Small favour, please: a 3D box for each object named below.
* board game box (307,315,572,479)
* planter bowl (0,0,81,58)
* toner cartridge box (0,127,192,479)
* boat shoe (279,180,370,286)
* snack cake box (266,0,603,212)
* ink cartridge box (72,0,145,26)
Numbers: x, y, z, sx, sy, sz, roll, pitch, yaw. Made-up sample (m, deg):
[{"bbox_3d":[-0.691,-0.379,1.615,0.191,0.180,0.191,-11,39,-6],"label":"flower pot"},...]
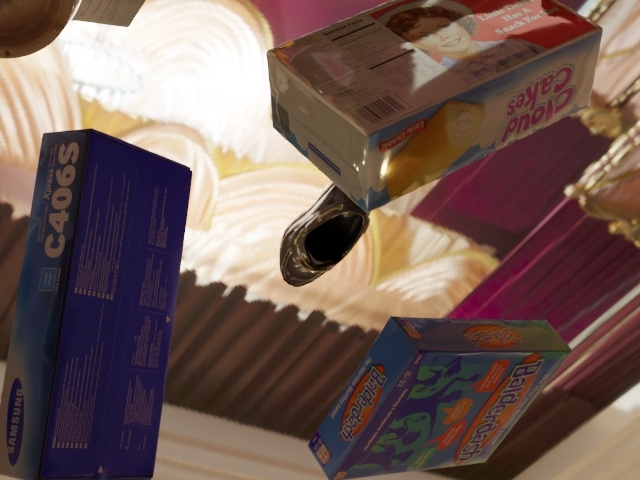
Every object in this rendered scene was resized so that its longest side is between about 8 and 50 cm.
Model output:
[{"bbox_3d":[0.112,0.143,0.883,0.210,0.160,0.047,4,-144,-40],"label":"board game box"},{"bbox_3d":[-0.251,-0.207,0.744,0.162,0.162,0.109,5,-147,-37],"label":"planter bowl"},{"bbox_3d":[-0.233,0.073,1.012,0.165,0.075,0.347,20,-107,-55],"label":"toner cartridge box"},{"bbox_3d":[0.000,0.000,1.286,0.081,0.228,0.068,22,-133,-13],"label":"boat shoe"},{"bbox_3d":[0.102,-0.146,0.869,0.264,0.089,0.152,-26,-132,-23],"label":"snack cake box"},{"bbox_3d":[-0.405,-0.406,1.309,0.275,0.060,0.239,48,-153,18],"label":"ink cartridge box"}]
